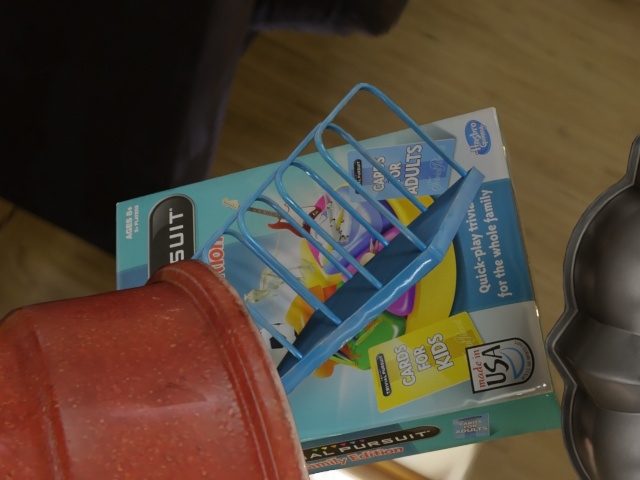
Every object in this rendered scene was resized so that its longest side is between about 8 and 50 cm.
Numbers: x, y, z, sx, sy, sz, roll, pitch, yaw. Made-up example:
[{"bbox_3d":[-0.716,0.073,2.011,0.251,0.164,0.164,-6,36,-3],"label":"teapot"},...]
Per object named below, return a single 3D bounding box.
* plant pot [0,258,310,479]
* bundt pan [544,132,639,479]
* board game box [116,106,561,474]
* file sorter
[{"bbox_3d":[-0.163,0.148,0.398,0.272,0.265,0.272,177,-90,-69],"label":"plant pot"},{"bbox_3d":[0.274,0.064,0.582,0.331,0.330,0.124,-63,170,9],"label":"bundt pan"},{"bbox_3d":[0.003,0.053,0.963,0.079,0.336,0.254,59,21,-56],"label":"board game box"},{"bbox_3d":[0.000,0.000,0.763,0.170,0.104,0.118,-43,-174,33],"label":"file sorter"}]
